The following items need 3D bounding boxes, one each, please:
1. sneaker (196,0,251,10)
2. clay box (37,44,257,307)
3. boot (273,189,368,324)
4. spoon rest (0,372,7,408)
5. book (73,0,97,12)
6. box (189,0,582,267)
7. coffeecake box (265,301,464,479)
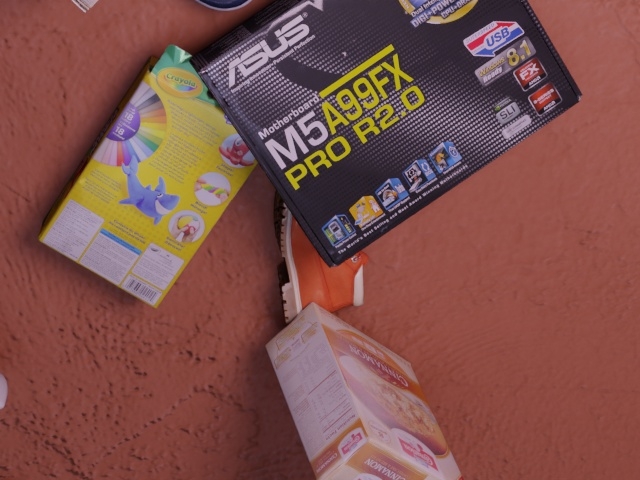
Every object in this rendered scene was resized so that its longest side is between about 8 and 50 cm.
[{"bbox_3d":[-0.140,-0.289,1.481,0.099,0.153,0.282,-29,112,11],"label":"sneaker"},{"bbox_3d":[-0.141,-0.062,1.637,0.127,0.053,0.222,31,108,-14],"label":"clay box"},{"bbox_3d":[0.000,0.000,1.671,0.084,0.059,0.158,-7,122,-2],"label":"boot"},{"bbox_3d":[-0.392,0.188,1.739,0.276,0.084,0.137,-37,109,28],"label":"spoon rest"},{"bbox_3d":[-0.211,-0.250,1.501,0.096,0.144,0.035,40,107,-17],"label":"book"},{"bbox_3d":[0.058,-0.138,1.574,0.270,0.060,0.216,-34,112,-2],"label":"box"},{"bbox_3d":[0.042,0.163,1.650,0.068,0.185,0.142,-43,129,16],"label":"coffeecake box"}]
